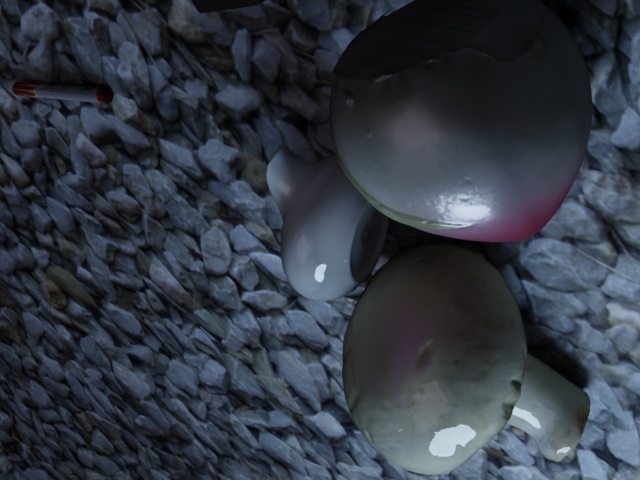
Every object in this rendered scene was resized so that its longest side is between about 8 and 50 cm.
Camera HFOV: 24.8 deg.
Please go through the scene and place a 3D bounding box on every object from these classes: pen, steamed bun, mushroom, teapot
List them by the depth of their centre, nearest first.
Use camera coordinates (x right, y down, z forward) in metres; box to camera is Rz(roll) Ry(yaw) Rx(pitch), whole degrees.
[{"bbox_3d":[0.173,-0.121,1.650,0.309,0.309,0.309,28,141,25],"label":"steamed bun"},{"bbox_3d":[0.168,0.187,1.957,0.356,0.315,0.315,60,145,2],"label":"mushroom"},{"bbox_3d":[0.008,-0.012,2.004,0.139,0.204,0.298,14,141,20],"label":"teapot"},{"bbox_3d":[-0.425,-0.243,2.384,0.239,0.028,0.028,9,131,41],"label":"pen"}]

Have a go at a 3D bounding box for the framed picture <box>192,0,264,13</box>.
[{"bbox_3d":[-0.146,-0.368,1.943,0.168,0.023,0.128,7,131,58],"label":"framed picture"}]
